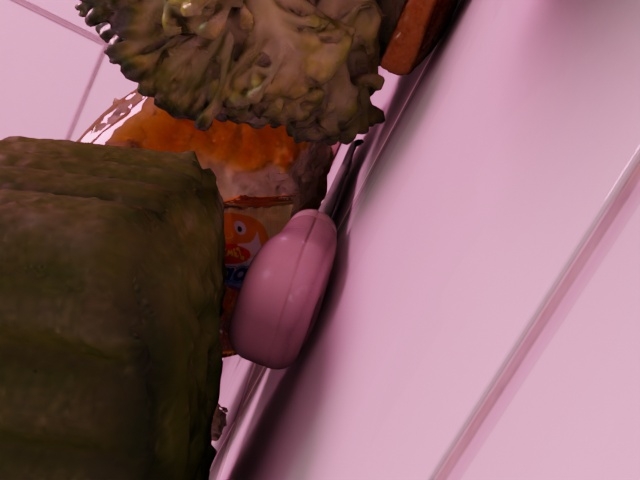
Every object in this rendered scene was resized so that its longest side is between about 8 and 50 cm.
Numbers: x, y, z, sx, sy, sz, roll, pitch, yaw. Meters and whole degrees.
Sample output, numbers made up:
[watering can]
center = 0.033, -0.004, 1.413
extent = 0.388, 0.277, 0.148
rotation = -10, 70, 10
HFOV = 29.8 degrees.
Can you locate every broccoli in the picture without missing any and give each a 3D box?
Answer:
[broccoli]
center = -0.013, -0.190, 0.784
extent = 0.245, 0.248, 0.288
rotation = -37, 11, 43

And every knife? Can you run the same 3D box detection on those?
[knife]
center = -0.001, 0.003, 0.778
extent = 0.336, 0.043, 0.081
rotation = -58, -14, -72

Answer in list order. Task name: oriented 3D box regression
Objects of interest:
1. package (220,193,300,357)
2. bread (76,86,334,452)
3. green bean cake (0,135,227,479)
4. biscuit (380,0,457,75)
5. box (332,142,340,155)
[package]
center = -0.066, 0.026, 0.776
extent = 0.031, 0.108, 0.120
rotation = 25, 112, 46
[bread]
center = -0.115, -0.002, 0.927
extent = 0.171, 0.192, 0.314
rotation = 80, -149, -74
[green bean cake]
center = -0.130, 0.081, 0.623
extent = 0.247, 0.156, 0.249
rotation = -86, 4, -78
[biscuit]
center = 0.100, -0.224, 0.748
extent = 0.183, 0.043, 0.280
rotation = 109, 180, -73
[box]
center = -0.034, -0.113, 1.205
extent = 0.060, 0.111, 0.156
rotation = -42, 22, 57
